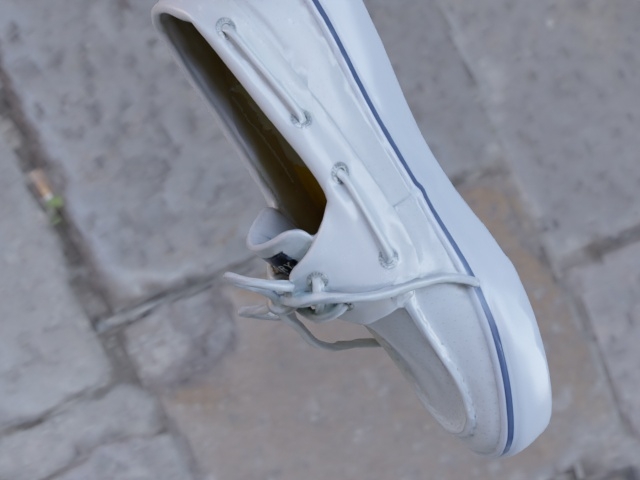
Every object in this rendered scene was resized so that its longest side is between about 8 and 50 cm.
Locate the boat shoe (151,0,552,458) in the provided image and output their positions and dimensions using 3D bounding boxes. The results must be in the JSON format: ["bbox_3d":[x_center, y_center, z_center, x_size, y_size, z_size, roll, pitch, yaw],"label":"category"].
[{"bbox_3d":[0.004,-0.002,1.090,0.156,0.136,0.367,-33,103,-27],"label":"boat shoe"}]
